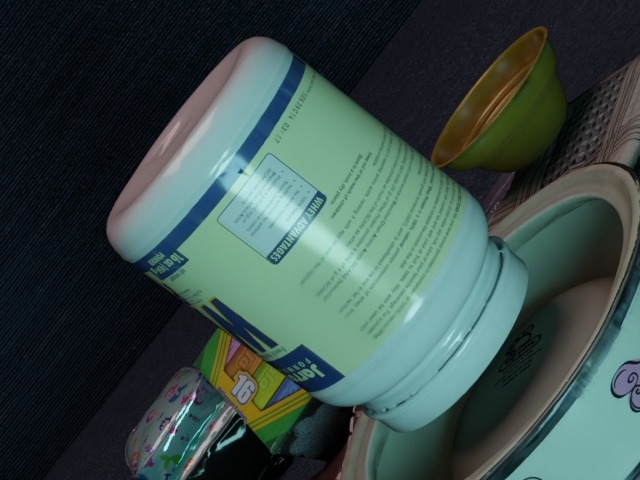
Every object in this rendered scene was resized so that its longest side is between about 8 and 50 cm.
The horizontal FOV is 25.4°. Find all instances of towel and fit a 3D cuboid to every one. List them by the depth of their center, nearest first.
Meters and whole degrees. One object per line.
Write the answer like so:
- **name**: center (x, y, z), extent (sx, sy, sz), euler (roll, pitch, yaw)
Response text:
- **towel**: center (0.287, -0.078, 1.639), extent (0.312, 0.056, 0.324), euler (-32, 25, 55)

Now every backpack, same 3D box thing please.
- **backpack**: center (-0.171, 0.299, 2.080), extent (0.225, 0.191, 0.253), euler (-55, 8, -6)

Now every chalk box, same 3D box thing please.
- **chalk box**: center (0.023, 0.099, 1.705), extent (0.179, 0.180, 0.289), euler (43, 104, 36)

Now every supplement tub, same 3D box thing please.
- **supplement tub**: center (0.000, 0.000, 1.272), extent (0.235, 0.325, 0.235), euler (-49, 13, 16)

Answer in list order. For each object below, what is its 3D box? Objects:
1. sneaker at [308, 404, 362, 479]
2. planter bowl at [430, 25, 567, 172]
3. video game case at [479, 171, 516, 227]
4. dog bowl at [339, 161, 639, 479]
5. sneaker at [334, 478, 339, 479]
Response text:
- **sneaker**: center (0.050, 0.236, 1.642), extent (0.281, 0.106, 0.162), euler (-60, 12, -25)
- **planter bowl**: center (0.238, -0.150, 1.742), extent (0.217, 0.090, 0.217), euler (-51, 11, 14)
- **video game case**: center (0.264, -0.046, 1.808), extent (0.196, 0.026, 0.274), euler (-54, 12, -7)
- **dog bowl**: center (0.200, 0.134, 1.287), extent (0.408, 0.150, 0.408), euler (-50, 13, 16)
- **sneaker**: center (0.014, 0.284, 1.465), extent (0.296, 0.131, 0.112), euler (-45, -34, -16)
